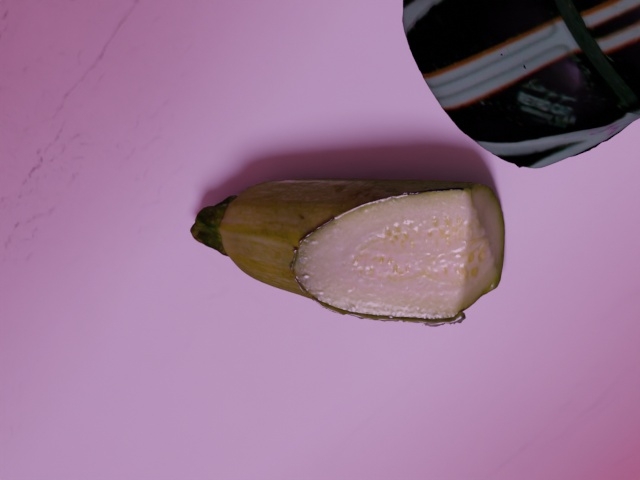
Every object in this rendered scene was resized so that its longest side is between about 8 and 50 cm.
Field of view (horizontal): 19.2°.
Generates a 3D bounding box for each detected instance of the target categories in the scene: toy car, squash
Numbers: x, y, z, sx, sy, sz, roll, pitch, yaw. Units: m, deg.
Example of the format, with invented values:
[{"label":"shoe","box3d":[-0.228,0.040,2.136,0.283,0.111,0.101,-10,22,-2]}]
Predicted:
[{"label":"toy car","box3d":[0.162,-0.127,0.903,0.306,0.125,0.136,-25,103,33]},{"label":"squash","box3d":[0.000,0.002,1.090,0.200,0.075,0.090,3,144,27]}]
